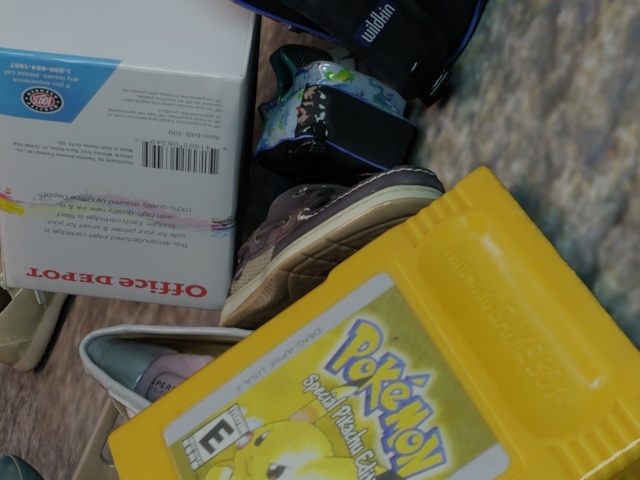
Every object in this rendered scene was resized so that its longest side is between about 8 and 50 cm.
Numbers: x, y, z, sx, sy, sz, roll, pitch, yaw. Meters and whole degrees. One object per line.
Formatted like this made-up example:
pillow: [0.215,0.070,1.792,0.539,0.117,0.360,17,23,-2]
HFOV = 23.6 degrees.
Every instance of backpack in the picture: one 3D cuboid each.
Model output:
backpack: [0.013,-0.274,1.107,0.276,0.263,0.213,-65,29,19]
backpack: [0.010,-0.086,1.190,0.114,0.105,0.084,-16,58,61]

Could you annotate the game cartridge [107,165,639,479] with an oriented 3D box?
game cartridge: [0.031,0.121,0.942,0.323,0.053,0.285,-38,36,5]

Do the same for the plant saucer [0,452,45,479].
plant saucer: [-0.292,0.370,1.516,0.317,0.043,0.318,-179,90,-70]

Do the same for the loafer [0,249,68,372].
loafer: [-0.329,0.027,1.760,0.102,0.092,0.268,44,116,59]

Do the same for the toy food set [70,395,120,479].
toy food set: [-0.151,0.243,1.331,0.220,0.092,0.306,-65,30,19]

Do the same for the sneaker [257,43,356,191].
sneaker: [-0.020,-0.089,1.274,0.065,0.076,0.166,-26,55,56]

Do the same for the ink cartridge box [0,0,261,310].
ink cartridge box: [-0.155,-0.106,1.271,0.270,0.198,0.197,98,178,-47]

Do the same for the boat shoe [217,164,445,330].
boat shoe: [0.000,0.000,1.170,0.285,0.103,0.092,-42,47,55]

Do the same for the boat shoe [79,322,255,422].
boat shoe: [-0.068,0.117,1.175,0.320,0.103,0.118,5,59,51]
